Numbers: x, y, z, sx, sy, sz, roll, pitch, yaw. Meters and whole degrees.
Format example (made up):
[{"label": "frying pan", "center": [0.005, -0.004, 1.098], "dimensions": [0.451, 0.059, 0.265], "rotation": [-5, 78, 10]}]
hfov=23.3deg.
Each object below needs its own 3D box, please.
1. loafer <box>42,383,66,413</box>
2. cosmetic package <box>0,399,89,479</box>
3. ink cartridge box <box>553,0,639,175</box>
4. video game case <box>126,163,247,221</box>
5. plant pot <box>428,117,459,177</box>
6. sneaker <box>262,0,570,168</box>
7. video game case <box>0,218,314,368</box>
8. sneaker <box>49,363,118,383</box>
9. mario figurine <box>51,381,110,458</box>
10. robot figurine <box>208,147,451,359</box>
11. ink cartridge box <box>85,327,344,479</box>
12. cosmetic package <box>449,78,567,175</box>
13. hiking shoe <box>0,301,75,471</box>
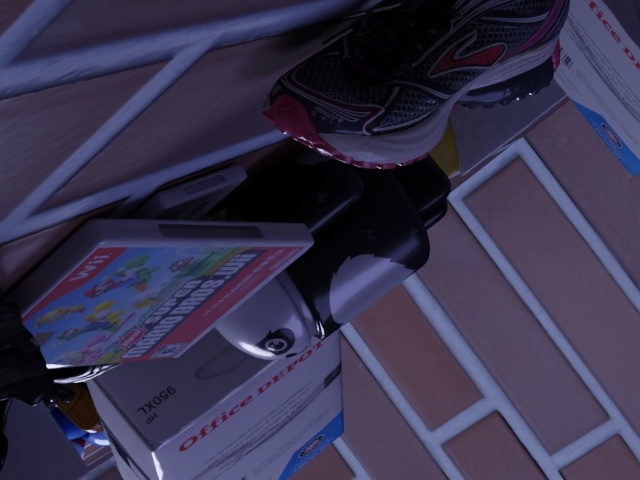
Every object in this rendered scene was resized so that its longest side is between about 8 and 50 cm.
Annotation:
[{"label": "loafer", "center": [-0.324, 0.172, 1.571], "dimensions": [0.220, 0.078, 0.080], "rotation": [-54, 179, -42]}, {"label": "cosmetic package", "center": [-0.402, 0.258, 1.337], "dimensions": [0.365, 0.155, 0.197], "rotation": [-34, 175, -33]}, {"label": "ink cartridge box", "center": [0.336, -0.211, 1.611], "dimensions": [0.129, 0.223, 0.307], "rotation": [-36, 175, -5]}, {"label": "video game case", "center": [-0.152, -0.005, 1.367], "dimensions": [0.157, 0.019, 0.143], "rotation": [-38, 175, 28]}, {"label": "plant pot", "center": [0.108, -0.103, 1.818], "dimensions": [0.134, 0.095, 0.134], "rotation": [-37, 175, -3]}, {"label": "sneaker", "center": [0.073, -0.149, 1.156], "dimensions": [0.299, 0.121, 0.112], "rotation": [-31, 144, -39]}, {"label": "video game case", "center": [-0.158, 0.049, 1.347], "dimensions": [0.204, 0.025, 0.285], "rotation": [-40, 158, 28]}, {"label": "sneaker", "center": [-0.193, 0.079, 1.505], "dimensions": [0.234, 0.084, 0.097], "rotation": [-38, 174, 22]}, {"label": "mario figurine", "center": [-0.266, 0.257, 2.164], "dimensions": [0.198, 0.170, 0.320], "rotation": [-2, -179, 22]}, {"label": "robot figurine", "center": [0.001, 0.002, 1.587], "dimensions": [0.278, 0.209, 0.173], "rotation": [-35, -145, -11]}, {"label": "ink cartridge box", "center": [-0.126, 0.202, 1.991], "dimensions": [0.285, 0.166, 0.395], "rotation": [-37, 156, -18]}, {"label": "cosmetic package", "center": [0.245, -0.191, 1.934], "dimensions": [0.239, 0.099, 0.060], "rotation": [-37, 178, 15]}, {"label": "hiking shoe", "center": [-0.304, 0.149, 1.211], "dimensions": [0.227, 0.114, 0.086], "rotation": [-37, 175, 11]}]
